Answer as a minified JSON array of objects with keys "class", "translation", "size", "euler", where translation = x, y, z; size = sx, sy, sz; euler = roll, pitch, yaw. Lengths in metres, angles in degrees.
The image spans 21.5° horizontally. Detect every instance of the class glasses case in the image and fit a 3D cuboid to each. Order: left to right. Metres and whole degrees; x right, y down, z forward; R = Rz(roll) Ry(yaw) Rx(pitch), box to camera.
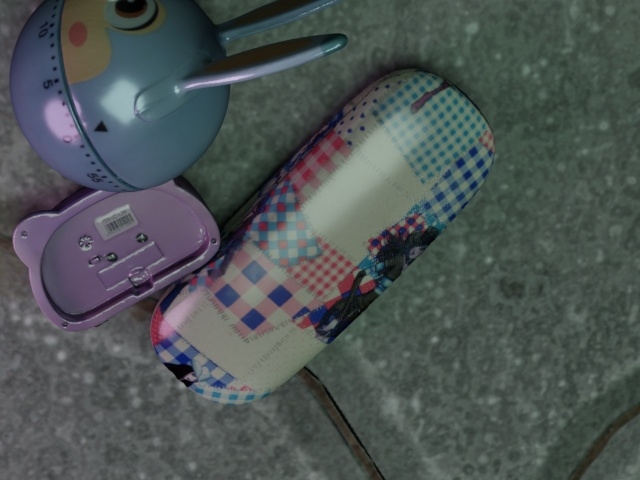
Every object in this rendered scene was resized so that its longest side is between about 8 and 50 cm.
[{"class":"glasses case","translation":[0.000,0.000,1.346],"size":[0.125,0.076,0.327],"euler":[39,102,-26]}]

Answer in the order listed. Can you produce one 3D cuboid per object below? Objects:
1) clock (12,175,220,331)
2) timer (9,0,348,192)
[{"class":"clock","translation":[-0.163,-0.007,1.319],"size":[0.152,0.050,0.110],"euler":[-29,117,3]},{"class":"timer","translation":[-0.109,-0.139,1.183],"size":[0.175,0.175,0.255],"euler":[36,124,-26]}]
